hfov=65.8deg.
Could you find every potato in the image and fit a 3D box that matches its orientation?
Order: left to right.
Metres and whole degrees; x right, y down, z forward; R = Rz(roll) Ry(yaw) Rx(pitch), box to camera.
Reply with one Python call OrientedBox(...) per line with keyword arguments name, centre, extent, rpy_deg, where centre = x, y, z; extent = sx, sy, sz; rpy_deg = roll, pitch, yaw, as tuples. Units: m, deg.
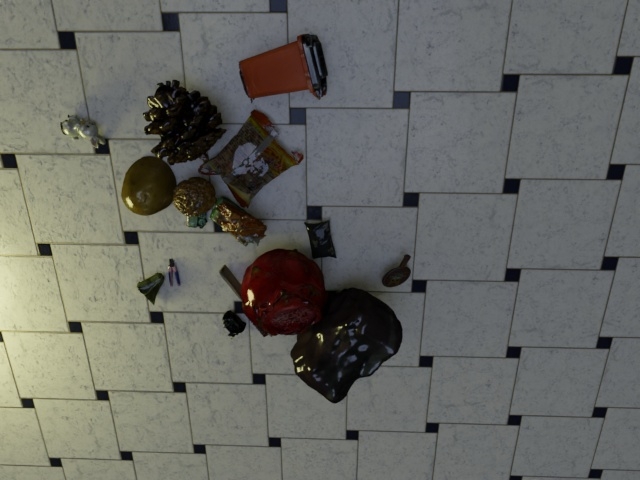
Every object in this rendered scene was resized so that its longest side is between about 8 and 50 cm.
OrientedBox(name="potato", centre=(-0.580, -0.164, 1.631), extent=(0.178, 0.158, 0.203), rpy_deg=(39, 105, -14))

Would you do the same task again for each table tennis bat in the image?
OrientedBox(name="table tennis bat", centre=(0.262, 0.074, 1.769), extent=(0.108, 0.119, 0.170), rpy_deg=(-4, 139, -23))

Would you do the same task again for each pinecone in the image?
OrientedBox(name="pinecone", centre=(-0.425, -0.350, 1.513), extent=(0.257, 0.243, 0.243), rpy_deg=(46, 110, 17))

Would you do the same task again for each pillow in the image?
OrientedBox(name="pillow", centre=(0.000, 0.000, 1.726), extent=(0.090, 0.048, 0.150), rpy_deg=(-10, 114, 4))

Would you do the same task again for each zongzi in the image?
OrientedBox(name="zongzi", centre=(-0.605, 0.182, 1.831), extent=(0.104, 0.052, 0.113), rpy_deg=(-24, 123, 6))

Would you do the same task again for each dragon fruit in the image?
OrientedBox(name="dragon fruit", centre=(-0.123, 0.173, 1.673), extent=(0.296, 0.301, 0.295), rpy_deg=(-2, 116, -3))

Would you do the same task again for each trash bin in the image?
OrientedBox(name="trash bin", centre=(-0.105, -0.495, 1.477), extent=(0.239, 0.161, 0.184), rpy_deg=(-11, 111, 15))

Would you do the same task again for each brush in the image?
OrientedBox(name="brush", centre=(-0.278, 0.230, 1.829), extent=(0.050, 0.060, 0.321), rpy_deg=(-26, 109, 24))

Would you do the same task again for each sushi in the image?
OrientedBox(name="sushi", centre=(-0.327, 0.312, 1.850), extent=(0.056, 0.084, 0.083), rpy_deg=(-24, 108, 11))

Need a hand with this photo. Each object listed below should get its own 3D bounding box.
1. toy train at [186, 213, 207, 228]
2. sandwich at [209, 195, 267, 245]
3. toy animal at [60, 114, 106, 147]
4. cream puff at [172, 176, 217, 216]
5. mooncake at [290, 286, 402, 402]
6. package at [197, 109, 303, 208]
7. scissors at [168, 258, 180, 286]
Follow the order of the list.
OrientedBox(name="toy train", centre=(-0.424, -0.112, 1.704), extent=(0.071, 0.038, 0.147), rpy_deg=(8, 112, -1))
OrientedBox(name="sandwich", centre=(-0.279, -0.055, 1.659), extent=(0.185, 0.160, 0.109), rpy_deg=(35, 91, -21))
OrientedBox(name="toy animal", centre=(-0.765, -0.355, 1.600), extent=(0.124, 0.071, 0.085), rpy_deg=(10, 112, -2))
OrientedBox(name="cream puff", centre=(-0.416, -0.139, 1.618), extent=(0.144, 0.103, 0.126), rpy_deg=(-15, 107, 12))
OrientedBox(name="mooncake", centre=(0.069, 0.336, 1.694), extent=(0.212, 0.350, 0.381), rpy_deg=(40, 86, -19))
OrientedBox(name="package", centre=(-0.226, -0.248, 1.603), extent=(0.288, 0.108, 0.223), rpy_deg=(-42, 109, 16))
OrientedBox(name="scissors", centre=(-0.541, 0.118, 1.817), extent=(0.039, 0.012, 0.113), rpy_deg=(-2, 112, 3))
